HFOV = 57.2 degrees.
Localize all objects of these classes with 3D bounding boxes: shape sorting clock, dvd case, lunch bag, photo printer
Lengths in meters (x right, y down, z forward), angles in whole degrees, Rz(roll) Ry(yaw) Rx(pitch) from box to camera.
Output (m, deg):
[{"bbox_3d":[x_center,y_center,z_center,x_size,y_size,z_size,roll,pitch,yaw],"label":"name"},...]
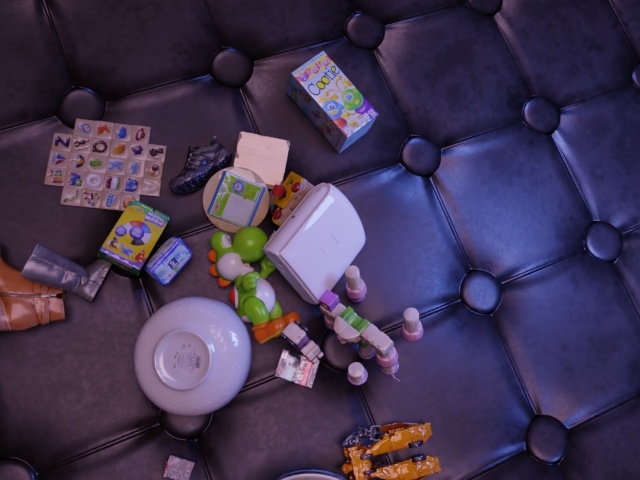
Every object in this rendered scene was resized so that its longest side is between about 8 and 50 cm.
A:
[{"bbox_3d":[-0.262,-0.127,1.831,0.206,0.040,0.206,-2,99,-10],"label":"shape sorting clock"},{"bbox_3d":[-0.070,0.386,1.770,0.119,0.013,0.087,19,74,-5],"label":"dvd case"},{"bbox_3d":[-0.447,0.058,1.716,0.096,0.151,0.129,38,73,2],"label":"lunch bag"},{"bbox_3d":[0.000,0.000,1.765,0.307,0.107,0.256,-52,127,-23],"label":"photo printer"}]

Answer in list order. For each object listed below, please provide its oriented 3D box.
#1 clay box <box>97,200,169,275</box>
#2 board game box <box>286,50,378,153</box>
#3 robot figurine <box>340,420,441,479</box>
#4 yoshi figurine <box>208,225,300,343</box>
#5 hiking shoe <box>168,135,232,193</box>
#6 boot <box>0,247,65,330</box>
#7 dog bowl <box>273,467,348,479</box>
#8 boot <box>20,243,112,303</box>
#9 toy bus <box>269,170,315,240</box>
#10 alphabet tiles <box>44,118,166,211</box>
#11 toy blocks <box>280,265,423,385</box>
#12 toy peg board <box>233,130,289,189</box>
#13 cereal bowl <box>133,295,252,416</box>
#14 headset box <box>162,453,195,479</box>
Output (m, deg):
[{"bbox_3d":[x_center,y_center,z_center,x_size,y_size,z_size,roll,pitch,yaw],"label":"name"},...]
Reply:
[{"bbox_3d":[-0.543,-0.021,1.736,0.127,0.053,0.222,28,57,-11],"label":"clay box"},{"bbox_3d":[0.035,-0.450,1.924,0.142,0.144,0.275,-40,86,-16],"label":"board game box"},{"bbox_3d":[0.196,0.635,1.716,0.291,0.085,0.211,-9,78,-12],"label":"robot figurine"},{"bbox_3d":[-0.184,0.105,1.738,0.203,0.203,0.362,-27,80,-29],"label":"yoshi figurine"},{"bbox_3d":[-0.392,-0.235,1.844,0.227,0.086,0.114,-37,71,-21],"label":"hiking shoe"},{"bbox_3d":[-0.843,0.115,1.666,0.220,0.109,0.283,-6,66,-19],"label":"boot"},{"bbox_3d":[-0.025,0.802,1.568,0.408,0.150,0.408,0,86,-1],"label":"dog bowl"},{"bbox_3d":[-0.714,0.066,1.682,0.208,0.076,0.190,26,55,-9],"label":"boot"},{"bbox_3d":[-0.099,-0.114,1.832,0.202,0.104,0.191,-19,124,-28],"label":"toy bus"},{"bbox_3d":[-0.664,-0.234,1.826,0.342,0.011,0.285,6,75,-8],"label":"alphabet tiles"},{"bbox_3d":[0.103,0.293,1.718,0.288,0.260,0.309,36,70,28],"label":"toy blocks"},{"bbox_3d":[-0.193,-0.251,1.884,0.161,0.079,0.161,10,91,-6],"label":"toy peg board"},{"bbox_3d":[-0.365,0.323,1.632,0.339,0.141,0.339,0,83,4],"label":"cereal bowl"},{"bbox_3d":[-0.399,0.639,1.643,0.083,0.032,0.062,17,74,-4],"label":"headset box"}]
